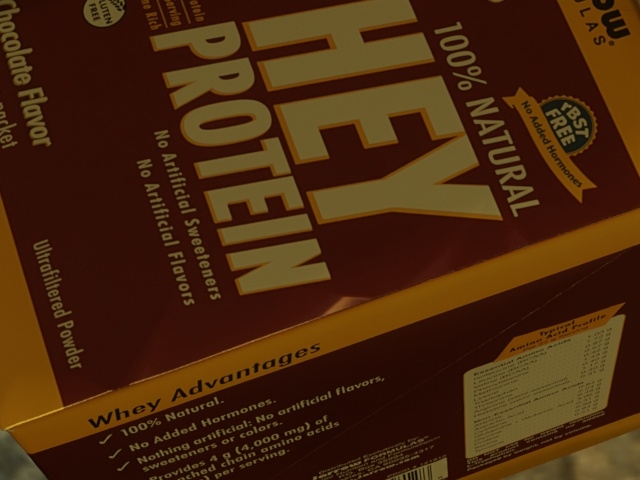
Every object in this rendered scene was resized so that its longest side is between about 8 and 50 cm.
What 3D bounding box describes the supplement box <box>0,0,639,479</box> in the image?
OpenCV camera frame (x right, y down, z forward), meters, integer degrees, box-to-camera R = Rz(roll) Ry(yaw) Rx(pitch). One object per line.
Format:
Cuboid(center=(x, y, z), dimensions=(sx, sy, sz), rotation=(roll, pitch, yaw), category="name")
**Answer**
Cuboid(center=(0.000, 0.000, 0.529), dimensions=(0.191, 0.129, 0.194), rotation=(-19, 155, -3), category="supplement box")
